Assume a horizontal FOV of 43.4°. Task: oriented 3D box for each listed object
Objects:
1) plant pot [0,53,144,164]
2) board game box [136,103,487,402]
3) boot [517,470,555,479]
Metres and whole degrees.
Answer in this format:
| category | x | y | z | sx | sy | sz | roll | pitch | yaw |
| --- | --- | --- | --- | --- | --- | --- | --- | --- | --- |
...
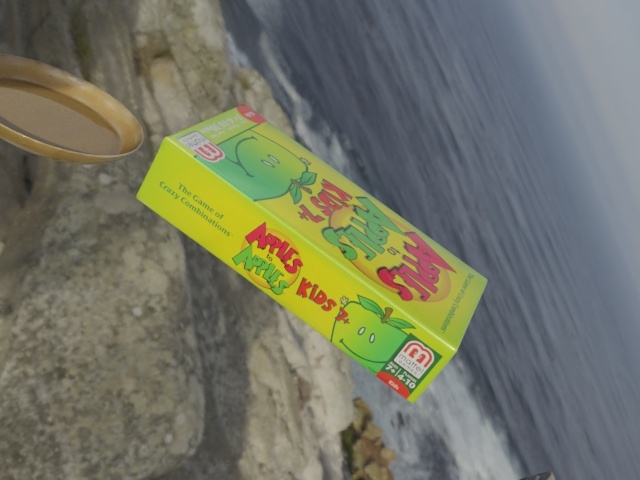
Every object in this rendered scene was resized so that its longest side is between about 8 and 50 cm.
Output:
| category | x | y | z | sx | sy | sz | roll | pitch | yaw |
| --- | --- | --- | --- | --- | --- | --- | --- | --- | --- |
| plant pot | -0.337 | -0.159 | 0.996 | 0.236 | 0.032 | 0.236 | 25 | 24 | -12 |
| board game box | 0.000 | 0.000 | 0.447 | 0.181 | 0.043 | 0.092 | 36 | 28 | 6 |
| boot | 0.152 | 0.263 | 0.553 | 0.152 | 0.073 | 0.197 | 56 | 35 | 2 |
